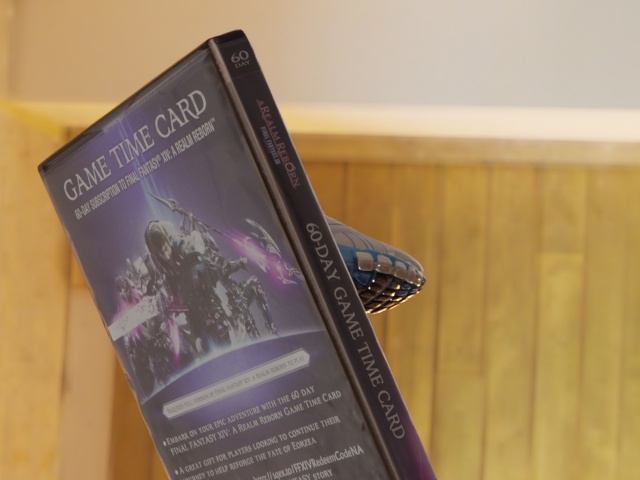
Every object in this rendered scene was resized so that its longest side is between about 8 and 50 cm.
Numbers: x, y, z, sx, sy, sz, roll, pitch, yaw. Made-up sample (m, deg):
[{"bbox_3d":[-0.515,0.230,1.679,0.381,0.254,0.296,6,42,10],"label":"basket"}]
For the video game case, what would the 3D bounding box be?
[{"bbox_3d":[-0.035,0.060,0.876,0.026,0.196,0.274,-21,-93,-34],"label":"video game case"}]

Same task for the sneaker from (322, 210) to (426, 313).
[{"bbox_3d":[0.000,0.000,1.480,0.071,0.191,0.083,-47,39,39],"label":"sneaker"}]
